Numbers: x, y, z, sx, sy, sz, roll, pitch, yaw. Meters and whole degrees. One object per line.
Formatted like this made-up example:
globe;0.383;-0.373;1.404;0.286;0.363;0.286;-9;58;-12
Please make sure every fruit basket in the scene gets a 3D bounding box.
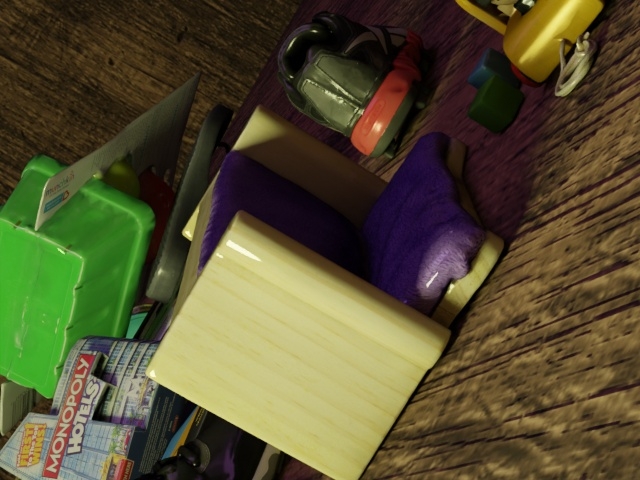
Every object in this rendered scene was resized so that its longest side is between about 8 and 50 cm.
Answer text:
fruit basket;-0.251;0.002;2.050;0.353;0.165;0.327;-57;-14;-58

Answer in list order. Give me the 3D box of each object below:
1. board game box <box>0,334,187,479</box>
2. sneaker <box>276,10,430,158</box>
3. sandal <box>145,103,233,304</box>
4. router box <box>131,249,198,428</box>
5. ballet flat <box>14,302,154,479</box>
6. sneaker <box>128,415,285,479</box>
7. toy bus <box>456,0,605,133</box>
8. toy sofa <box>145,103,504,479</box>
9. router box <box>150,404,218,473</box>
board game box;-0.224;0.182;1.799;0.194;0.060;0.194;1;71;42
sneaker;0.028;-0.165;1.753;0.097;0.135;0.276;-59;6;17
sandal;-0.127;-0.033;1.958;0.097;0.054;0.254;119;168;-52
router box;-0.105;0.048;1.972;0.335;0.082;0.301;-58;8;4
ballet flat;-0.275;0.219;2.324;0.348;0.123;0.123;-58;8;10
sneaker;-0.127;0.208;1.343;0.283;0.124;0.107;-61;8;-15
toy bus;0.137;-0.186;1.250;0.191;0.104;0.202;-61;8;-12
toy sofa;0.000;0.000;1.243;0.177;0.150;0.362;-58;8;13
router box;-0.115;0.210;1.547;0.133;0.046;0.179;-53;10;37
